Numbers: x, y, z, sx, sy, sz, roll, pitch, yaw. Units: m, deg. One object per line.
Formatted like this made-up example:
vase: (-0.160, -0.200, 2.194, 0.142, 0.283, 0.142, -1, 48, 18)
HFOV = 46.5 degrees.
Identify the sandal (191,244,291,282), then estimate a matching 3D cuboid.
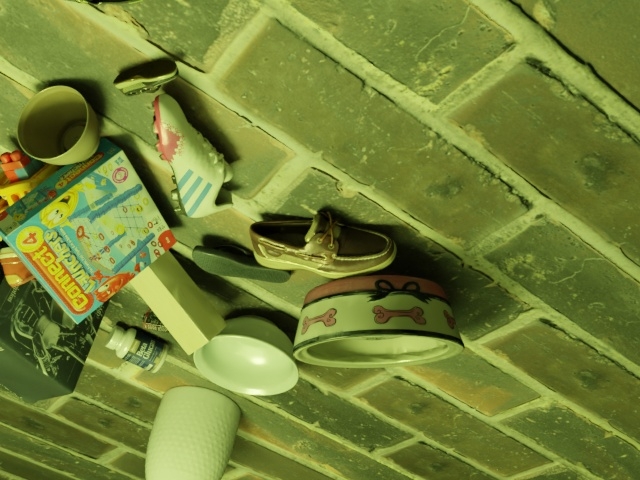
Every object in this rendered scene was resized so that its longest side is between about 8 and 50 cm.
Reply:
sandal: (-0.199, 0.054, 1.869, 0.255, 0.054, 0.097, 14, 148, -18)

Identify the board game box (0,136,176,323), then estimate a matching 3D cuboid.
board game box: (-0.515, -0.018, 1.667, 0.086, 0.302, 0.308, 31, 155, 39)

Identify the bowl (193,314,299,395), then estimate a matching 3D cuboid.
bowl: (-0.194, 0.301, 2.080, 0.298, 0.134, 0.297, 7, 139, 6)

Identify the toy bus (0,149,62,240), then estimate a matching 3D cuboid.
toy bus: (-0.679, -0.112, 1.720, 0.220, 0.149, 0.211, -9, 122, 26)

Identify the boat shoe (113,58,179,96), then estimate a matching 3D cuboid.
boat shoe: (-0.336, -0.317, 1.466, 0.152, 0.056, 0.049, -2, 144, 29)

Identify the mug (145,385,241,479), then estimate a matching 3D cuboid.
mug: (-0.420, 0.718, 2.462, 0.276, 0.328, 0.374, 0, 138, 13)

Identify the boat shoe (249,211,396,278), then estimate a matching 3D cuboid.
boat shoe: (0.000, 0.000, 1.705, 0.342, 0.123, 0.123, 5, 141, 17)

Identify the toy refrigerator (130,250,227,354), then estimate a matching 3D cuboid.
toy refrigerator: (-0.367, 0.148, 1.898, 0.269, 0.094, 0.102, 51, 131, -3)

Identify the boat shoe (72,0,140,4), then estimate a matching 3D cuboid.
boat shoe: (-0.399, -0.454, 1.305, 0.228, 0.068, 0.081, 0, 138, 13)

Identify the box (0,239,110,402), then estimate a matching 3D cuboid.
box: (-0.741, 0.182, 1.908, 0.179, 0.343, 0.312, -15, 134, 26)

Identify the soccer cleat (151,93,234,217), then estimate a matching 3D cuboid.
soccer cleat: (-0.262, -0.181, 1.575, 0.143, 0.116, 0.331, -8, 141, -2)

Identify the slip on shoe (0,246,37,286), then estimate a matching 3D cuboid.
slip on shoe: (-0.632, 0.067, 1.840, 0.123, 0.101, 0.331, -8, 174, 35)

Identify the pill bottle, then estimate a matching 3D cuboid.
pill bottle: (-0.546, 0.318, 2.210, 0.169, 0.094, 0.094, 30, 136, -21)

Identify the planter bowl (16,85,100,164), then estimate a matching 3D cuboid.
planter bowl: (-0.528, -0.224, 1.550, 0.162, 0.162, 0.109, -1, 164, 14)

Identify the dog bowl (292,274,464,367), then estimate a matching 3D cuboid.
dog bowl: (0.134, 0.200, 1.790, 0.408, 0.150, 0.408, -2, 161, -1)

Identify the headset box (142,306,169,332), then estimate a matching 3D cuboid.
headset box: (-0.460, 0.221, 2.103, 0.083, 0.062, 0.032, 9, 139, 1)
